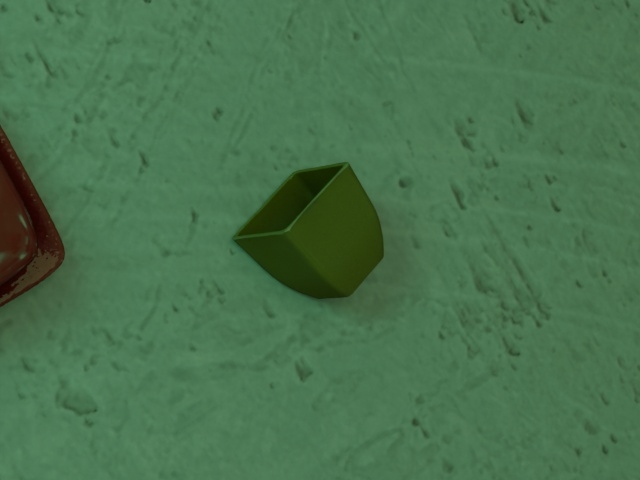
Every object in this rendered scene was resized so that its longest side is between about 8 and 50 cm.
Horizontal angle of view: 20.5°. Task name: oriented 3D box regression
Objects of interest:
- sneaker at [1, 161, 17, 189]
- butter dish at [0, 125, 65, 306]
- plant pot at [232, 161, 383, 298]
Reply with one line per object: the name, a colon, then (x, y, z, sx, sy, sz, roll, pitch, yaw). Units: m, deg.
sneaker: (-0.247, -0.053, 1.289, 0.035, 0.031, 0.083, -31, 98, -3)
butter dish: (-0.259, -0.012, 1.205, 0.160, 0.118, 0.160, -31, 105, -19)
plant pot: (0.000, 0.000, 1.367, 0.081, 0.081, 0.083, -47, 111, -26)
